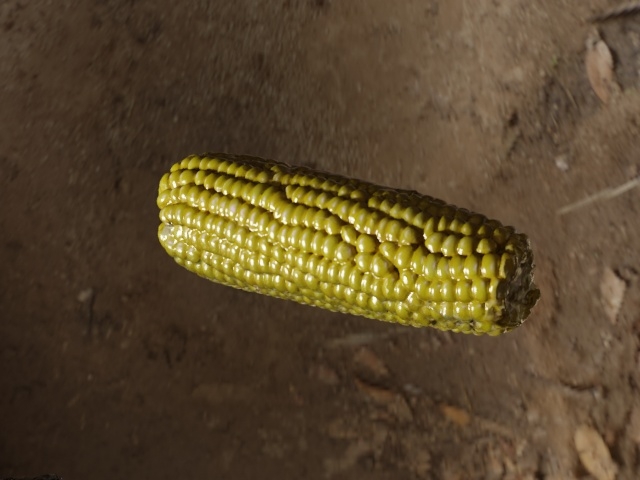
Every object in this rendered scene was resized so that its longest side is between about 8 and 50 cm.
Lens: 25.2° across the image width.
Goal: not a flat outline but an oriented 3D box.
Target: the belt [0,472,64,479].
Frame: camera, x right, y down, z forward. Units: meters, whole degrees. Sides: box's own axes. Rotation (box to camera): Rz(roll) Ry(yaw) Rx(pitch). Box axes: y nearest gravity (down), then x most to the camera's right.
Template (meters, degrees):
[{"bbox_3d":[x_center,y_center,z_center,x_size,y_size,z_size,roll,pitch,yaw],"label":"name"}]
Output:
[{"bbox_3d":[-0.304,0.349,1.217,0.094,0.360,0.126,-19,127,30],"label":"belt"}]

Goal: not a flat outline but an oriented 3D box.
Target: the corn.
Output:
[{"bbox_3d":[0.000,0.000,0.995,0.310,0.101,0.102,15,118,34],"label":"corn"}]
